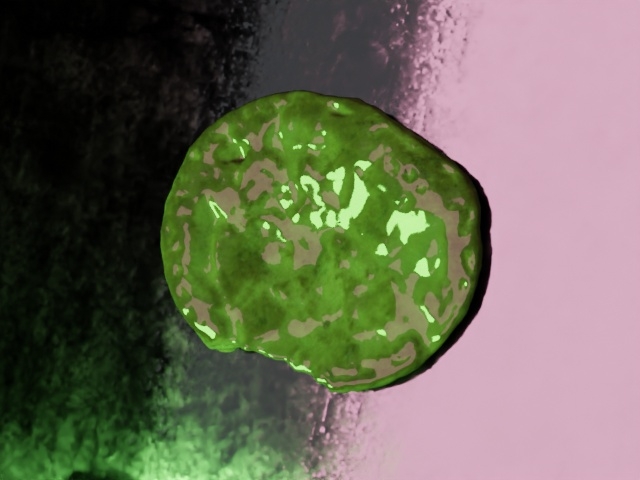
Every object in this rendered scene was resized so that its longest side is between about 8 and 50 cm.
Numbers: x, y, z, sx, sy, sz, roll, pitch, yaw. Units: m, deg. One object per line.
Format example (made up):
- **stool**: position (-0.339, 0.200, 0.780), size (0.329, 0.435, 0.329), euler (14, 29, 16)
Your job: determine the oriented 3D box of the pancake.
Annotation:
- **pancake**: position (0.001, 0.000, 1.317), size (0.236, 0.042, 0.222), euler (-2, 81, 13)
